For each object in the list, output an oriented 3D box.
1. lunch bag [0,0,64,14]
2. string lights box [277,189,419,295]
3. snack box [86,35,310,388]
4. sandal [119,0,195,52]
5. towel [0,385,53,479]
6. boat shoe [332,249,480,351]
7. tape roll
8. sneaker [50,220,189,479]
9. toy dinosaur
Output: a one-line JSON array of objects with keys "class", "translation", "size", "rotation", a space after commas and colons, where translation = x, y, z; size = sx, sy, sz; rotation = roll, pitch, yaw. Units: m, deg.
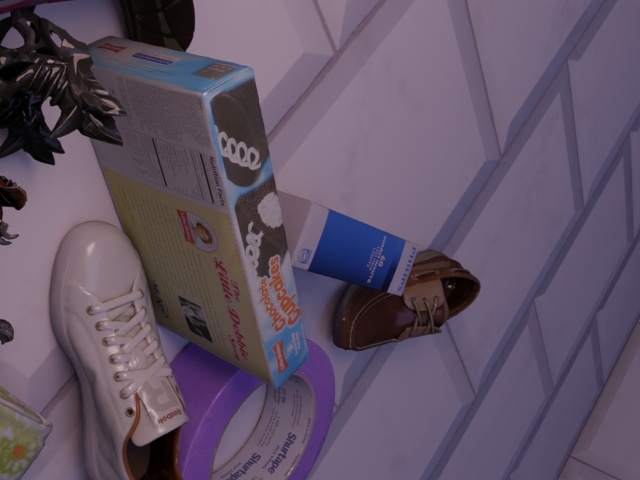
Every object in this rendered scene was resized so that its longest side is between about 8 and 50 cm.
[{"class": "lunch bag", "translation": [-0.201, -0.283, 0.463], "size": [0.293, 0.120, 0.258], "rotation": [-30, 92, -36]}, {"class": "string lights box", "translation": [0.000, 0.000, 0.917], "size": [0.259, 0.133, 0.077], "rotation": [18, 92, -55]}, {"class": "snack box", "translation": [-0.118, -0.020, 0.705], "size": [0.060, 0.187, 0.322], "rotation": [-39, 136, -35]}, {"class": "sandal", "translation": [-0.153, -0.260, 0.657], "size": [0.090, 0.060, 0.219], "rotation": [-33, 146, -32]}, {"class": "towel", "translation": [-0.407, 0.216, 0.525], "size": [0.374, 0.090, 0.320], "rotation": [-54, 141, -20]}, {"class": "boat shoe", "translation": [0.146, 0.095, 1.172], "size": [0.324, 0.116, 0.123], "rotation": [-24, 125, -45]}, {"class": "tape roll", "translation": [-0.100, 0.238, 0.945], "size": [0.274, 0.090, 0.275], "rotation": [-27, 127, -44]}, {"class": "sneaker", "translation": [-0.180, 0.123, 0.734], "size": [0.106, 0.123, 0.290], "rotation": [-23, 113, -47]}, {"class": "toy dinosaur", "translation": [-0.269, -0.077, 0.501], "size": [0.218, 0.164, 0.322], "rotation": [-28, 129, -37]}]
